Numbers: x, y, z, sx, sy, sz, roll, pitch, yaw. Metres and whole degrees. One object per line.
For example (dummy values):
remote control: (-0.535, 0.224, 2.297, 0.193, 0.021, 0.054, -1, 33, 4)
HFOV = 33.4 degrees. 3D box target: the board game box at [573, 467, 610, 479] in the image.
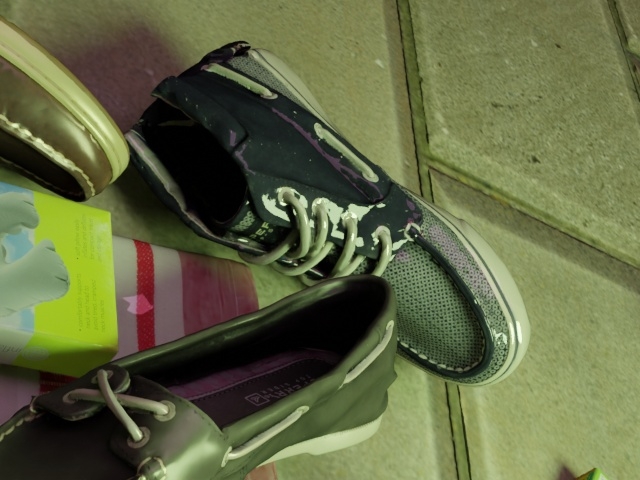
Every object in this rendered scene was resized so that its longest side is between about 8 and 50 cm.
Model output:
board game box: (0.213, 0.298, 0.809, 0.124, 0.039, 0.259, 46, 35, -2)

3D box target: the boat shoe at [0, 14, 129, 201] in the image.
boat shoe: (-0.280, -0.102, 0.634, 0.342, 0.123, 0.123, 34, 68, -26)

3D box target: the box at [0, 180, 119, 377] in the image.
box: (-0.204, 0.011, 0.600, 0.178, 0.042, 0.109, 16, 45, -33)

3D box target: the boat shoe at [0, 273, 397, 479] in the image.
boat shoe: (-0.066, 0.085, 0.586, 0.112, 0.096, 0.335, 24, 21, 31)

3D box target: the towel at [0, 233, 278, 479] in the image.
towel: (-0.167, 0.077, 0.634, 0.329, 0.037, 0.237, 16, 47, -34)

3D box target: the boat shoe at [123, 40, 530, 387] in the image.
boat shoe: (0.000, 0.000, 0.782, 0.340, 0.127, 0.158, 42, 29, 7)
